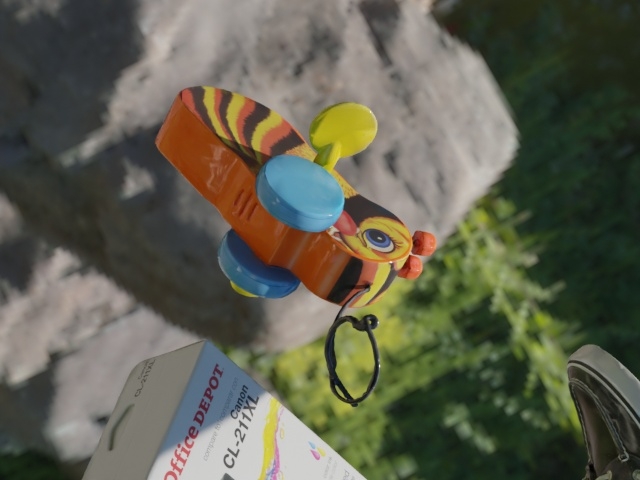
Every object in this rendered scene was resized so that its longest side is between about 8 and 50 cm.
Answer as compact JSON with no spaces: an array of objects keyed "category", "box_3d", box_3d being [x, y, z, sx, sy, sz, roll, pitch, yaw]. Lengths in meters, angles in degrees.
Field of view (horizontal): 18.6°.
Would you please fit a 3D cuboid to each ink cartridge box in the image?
[{"category":"ink cartridge box","box_3d":[-0.059,0.169,1.274,0.072,0.127,0.175,-21,126,41]}]

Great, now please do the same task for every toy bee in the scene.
[{"category":"toy bee","box_3d":[0.000,0.000,1.537,0.162,0.298,0.195,-6,160,-43]}]

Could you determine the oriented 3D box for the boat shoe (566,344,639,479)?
[{"category":"boat shoe","box_3d":[0.232,0.182,1.432,0.070,0.219,0.078,-28,175,-17]}]
